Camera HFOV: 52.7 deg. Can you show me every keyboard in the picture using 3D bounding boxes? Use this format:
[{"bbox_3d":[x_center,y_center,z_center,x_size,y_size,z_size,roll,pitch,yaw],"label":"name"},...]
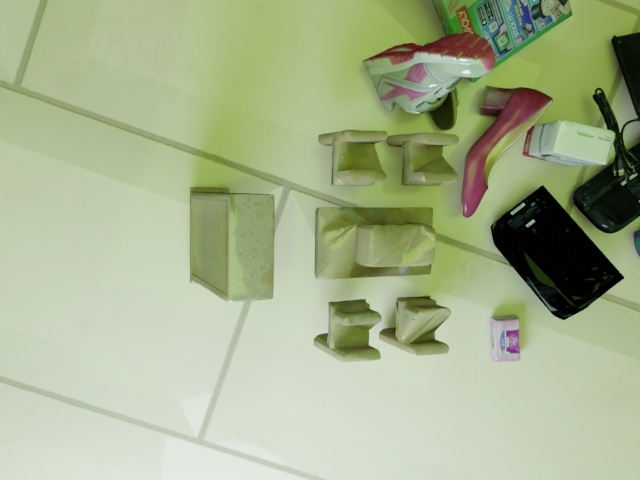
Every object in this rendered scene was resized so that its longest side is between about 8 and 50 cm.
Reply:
[{"bbox_3d":[0.574,-0.214,1.129,0.202,0.033,0.317,-13,80,-8],"label":"keyboard"}]

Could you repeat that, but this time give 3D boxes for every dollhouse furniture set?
[{"bbox_3d":[0.000,0.000,1.095,0.394,0.256,0.362,-1,96,-24],"label":"dollhouse furniture set"}]

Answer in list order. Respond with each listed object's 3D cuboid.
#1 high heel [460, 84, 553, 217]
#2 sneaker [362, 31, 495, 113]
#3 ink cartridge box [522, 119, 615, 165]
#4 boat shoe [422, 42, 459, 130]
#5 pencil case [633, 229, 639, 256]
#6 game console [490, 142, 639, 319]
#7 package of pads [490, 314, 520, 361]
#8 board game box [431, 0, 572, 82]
[{"bbox_3d":[0.319,-0.150,1.122,0.117,0.082,0.244,14,81,19],"label":"high heel"},{"bbox_3d":[0.184,-0.267,1.059,0.103,0.252,0.111,-32,115,-28],"label":"sneaker"},{"bbox_3d":[0.421,-0.164,1.107,0.099,0.135,0.056,12,94,-3],"label":"ink cartridge box"},{"bbox_3d":[0.215,-0.271,1.133,0.048,0.056,0.153,-18,93,-43],"label":"boat shoe"},{"bbox_3d":[0.648,-0.011,1.165,0.152,0.064,0.070,-20,57,0],"label":"pencil case"},{"bbox_3d":[0.499,-0.041,1.144,0.361,0.044,0.213,-36,78,-3],"label":"game console"},{"bbox_3d":[0.339,0.179,1.182,0.050,0.032,0.083,-3,95,-1],"label":"package of pads"},{"bbox_3d":[0.275,-0.446,1.042,0.213,0.046,0.317,-34,128,1],"label":"board game box"}]
